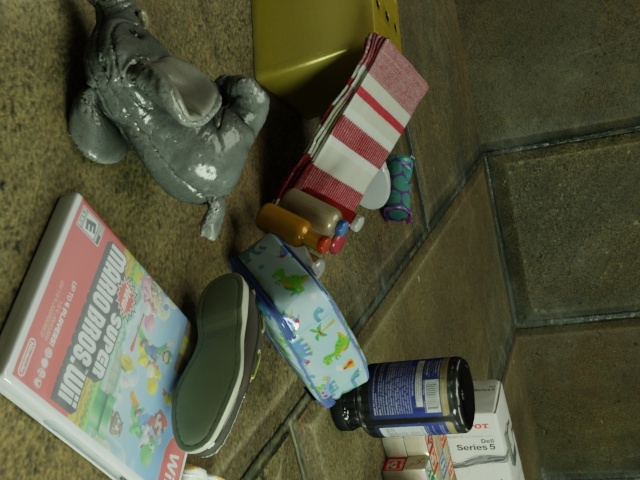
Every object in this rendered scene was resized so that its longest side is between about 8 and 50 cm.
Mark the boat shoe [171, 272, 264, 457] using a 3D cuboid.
[{"bbox_3d":[-0.104,0.142,0.931,0.228,0.081,0.069,-82,150,-41],"label":"boat shoe"}]

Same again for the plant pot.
[{"bbox_3d":[0.020,-0.338,1.347,0.212,0.187,0.212,24,61,-65],"label":"plant pot"}]

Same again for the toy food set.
[{"bbox_3d":[0.000,0.000,1.203,0.111,0.104,0.232,-57,157,-15],"label":"toy food set"}]

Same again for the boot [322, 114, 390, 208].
[{"bbox_3d":[0.081,-0.195,1.570,0.123,0.095,0.258,-57,134,-49],"label":"boot"}]

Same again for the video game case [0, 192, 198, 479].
[{"bbox_3d":[-0.202,0.119,0.840,0.285,0.025,0.204,60,30,-45],"label":"video game case"}]

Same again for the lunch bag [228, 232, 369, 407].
[{"bbox_3d":[-0.029,0.105,1.110,0.176,0.090,0.219,48,-12,46],"label":"lunch bag"}]

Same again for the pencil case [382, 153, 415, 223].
[{"bbox_3d":[0.169,-0.113,1.806,0.070,0.064,0.152,30,52,-33],"label":"pencil case"}]

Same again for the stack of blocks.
[{"bbox_3d":[0.183,0.411,1.620,0.171,0.087,0.297,-49,128,-62],"label":"stack of blocks"}]

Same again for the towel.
[{"bbox_3d":[0.045,-0.140,1.306,0.329,0.037,0.237,-59,156,4],"label":"towel"}]

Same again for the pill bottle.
[{"bbox_3d":[0.132,0.257,1.366,0.123,0.219,0.123,-8,90,-69],"label":"pill bottle"}]

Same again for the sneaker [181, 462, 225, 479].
[{"bbox_3d":[-0.136,0.279,0.950,0.083,0.032,0.037,44,56,-50],"label":"sneaker"}]

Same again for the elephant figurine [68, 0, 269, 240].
[{"bbox_3d":[-0.181,-0.148,0.863,0.169,0.186,0.239,-54,140,3],"label":"elephant figurine"}]

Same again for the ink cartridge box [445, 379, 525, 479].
[{"bbox_3d":[0.304,0.440,1.766,0.115,0.198,0.273,-57,134,-57],"label":"ink cartridge box"}]
